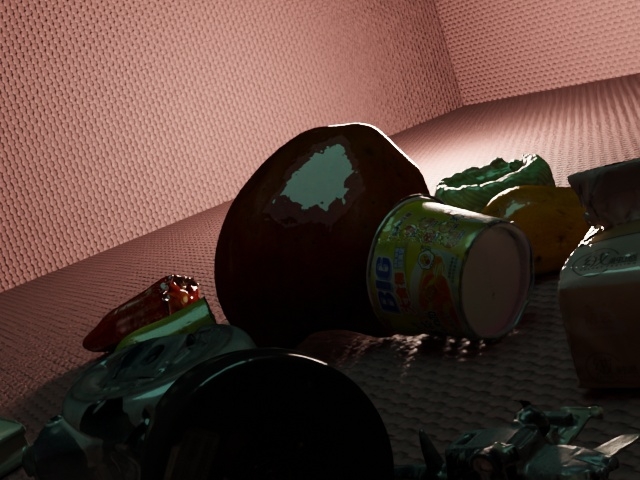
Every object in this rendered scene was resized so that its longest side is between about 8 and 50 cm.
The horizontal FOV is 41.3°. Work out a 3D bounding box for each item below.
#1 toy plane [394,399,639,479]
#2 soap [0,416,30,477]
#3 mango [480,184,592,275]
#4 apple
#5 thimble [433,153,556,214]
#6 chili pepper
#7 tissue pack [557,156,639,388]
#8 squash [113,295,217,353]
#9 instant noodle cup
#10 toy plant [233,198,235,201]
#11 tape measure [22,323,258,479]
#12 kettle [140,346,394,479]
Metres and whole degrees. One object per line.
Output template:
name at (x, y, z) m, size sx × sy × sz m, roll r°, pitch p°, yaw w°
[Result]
toy plane at (0.138, 0.193, 0.734) m, size 0.262 × 0.088 × 0.192 m, roll -6°, pitch 18°, yaw 47°
soap at (-0.518, 0.323, 1.191) m, size 0.115 × 0.063 × 0.198 m, roll -5°, pitch 17°, yaw 42°
mango at (0.347, -0.025, 1.308) m, size 0.227 × 0.147 × 0.109 m, roll -18°, pitch -32°, yaw -5°
apple at (0.007, -0.004, 1.334) m, size 0.329 × 0.364 × 0.295 m, roll 13°, pitch -27°, yaw -2°
thimble at (0.312, -0.055, 1.478) m, size 0.219 × 0.150 × 0.219 m, roll -18°, pitch 12°, yaw 4°
chili pepper at (-0.349, 0.153, 1.648) m, size 0.253 × 0.136 × 0.144 m, roll -21°, pitch 36°, yaw 24°
tissue pack at (0.407, 0.010, 0.845) m, size 0.306 × 0.238 × 0.238 m, roll -10°, pitch 14°, yaw 37°
squash at (-0.260, 0.177, 1.436) m, size 0.188 × 0.095 × 0.095 m, roll -25°, pitch 13°, yaw -10°
instant noodle cup at (0.184, 0.046, 1.143) m, size 0.205 × 0.205 × 0.153 m, roll -27°, pitch 24°, yaw -36°
toy plant at (0.000, 0.000, 1.592) m, size 0.247 × 0.247 × 0.332 m, roll -26°, pitch 20°, yaw -33°
tape measure at (-0.190, 0.204, 1.044) m, size 0.256 × 0.147 × 0.275 m, roll -13°, pitch 14°, yaw 22°
kettle at (-0.077, 0.217, 0.800) m, size 0.207 × 0.250 × 0.271 m, roll 10°, pitch -4°, yaw -17°
